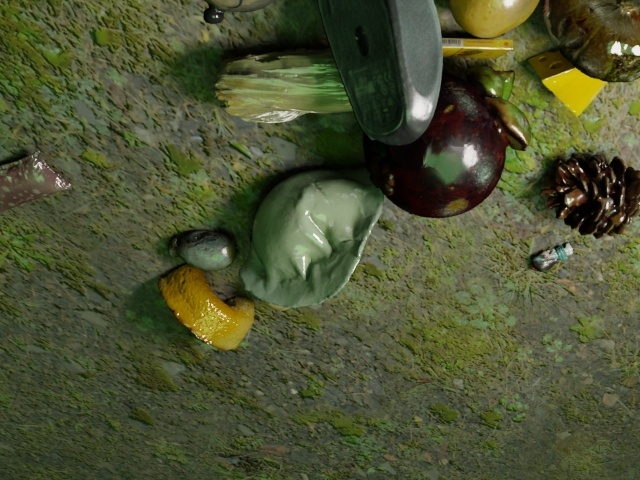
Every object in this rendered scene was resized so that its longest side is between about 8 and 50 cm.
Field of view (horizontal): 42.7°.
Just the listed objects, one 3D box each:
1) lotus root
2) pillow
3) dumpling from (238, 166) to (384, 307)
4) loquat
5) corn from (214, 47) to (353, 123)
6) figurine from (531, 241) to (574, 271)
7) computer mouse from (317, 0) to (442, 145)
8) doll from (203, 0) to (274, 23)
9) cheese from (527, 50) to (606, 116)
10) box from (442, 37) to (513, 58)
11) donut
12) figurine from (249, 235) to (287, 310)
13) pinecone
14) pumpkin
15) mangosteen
[{"bbox_3d":[-0.259,0.020,1.805,0.165,0.088,0.088,5,131,-2],"label":"lotus root"},{"bbox_3d":[-0.611,-0.112,1.648,0.185,0.043,0.118,-20,134,9],"label":"pillow"},{"bbox_3d":[0.002,-0.015,1.725,0.212,0.270,0.321,-21,137,-56],"label":"dumpling"},{"bbox_3d":[0.310,-0.436,1.446,0.172,0.149,0.204,-48,153,-12],"label":"loquat"},{"bbox_3d":[-0.047,-0.293,1.528,0.305,0.122,0.123,-5,174,-7],"label":"corn"},{"bbox_3d":[0.564,0.042,1.990,0.106,0.047,0.060,-25,167,3],"label":"figurine"},{"bbox_3d":[0.105,-0.349,1.398,0.114,0.203,0.374,-24,103,-37],"label":"computer mouse"},{"bbox_3d":[-0.148,-0.522,1.236,0.382,0.252,0.379,3,131,-21],"label":"doll"},{"bbox_3d":[0.520,-0.351,1.598,0.171,0.093,0.126,-39,125,23],"label":"cheese"},{"bbox_3d":[0.277,-0.365,1.555,0.155,0.087,0.023,-1,88,-9],"label":"box"},{"bbox_3d":[-0.245,0.170,1.889,0.101,0.152,0.259,-41,128,15],"label":"donut"},{"bbox_3d":[-0.108,0.067,1.871,0.114,0.108,0.196,-23,114,-3],"label":"figurine"},{"bbox_3d":[0.594,-0.104,1.782,0.204,0.179,0.184,26,107,-16],"label":"pinecone"},{"bbox_3d":[0.534,-0.409,1.446,0.260,0.189,0.260,0,91,4],"label":"pumpkin"},{"bbox_3d":[0.229,-0.193,1.569,0.311,0.311,0.311,-5,132,-6],"label":"mangosteen"}]
